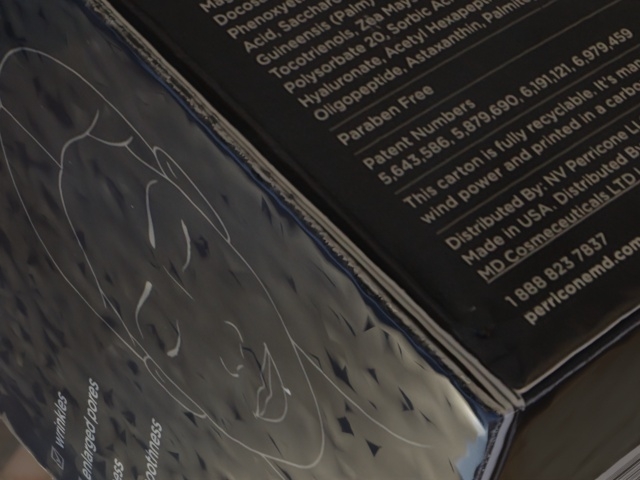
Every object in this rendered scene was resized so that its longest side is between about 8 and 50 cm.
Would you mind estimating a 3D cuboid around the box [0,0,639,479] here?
[{"bbox_3d":[0.000,0.000,1.165,0.472,0.297,0.480,44,148,23],"label":"box"}]
